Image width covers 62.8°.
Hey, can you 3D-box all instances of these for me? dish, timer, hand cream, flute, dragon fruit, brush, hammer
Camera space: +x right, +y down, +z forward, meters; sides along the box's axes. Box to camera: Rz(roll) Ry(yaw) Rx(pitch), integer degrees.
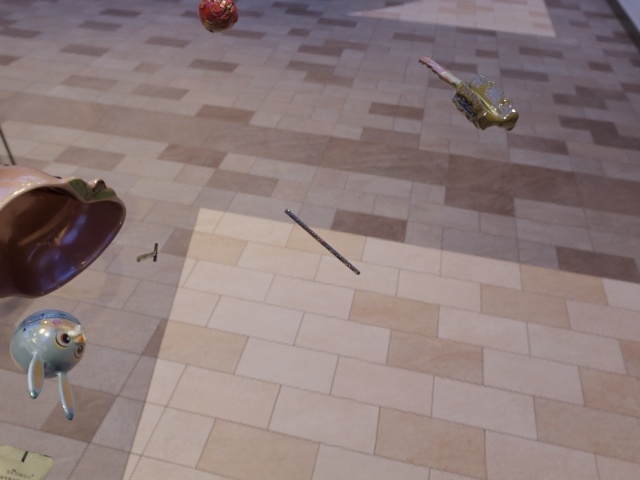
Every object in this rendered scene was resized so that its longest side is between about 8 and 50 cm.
[{"bbox_3d":[-0.362,-0.026,0.661,0.090,0.213,0.213,42,52,16],"label":"dish"},{"bbox_3d":[-0.587,0.252,1.171,0.175,0.175,0.255,-32,39,-33],"label":"timer"},{"bbox_3d":[-0.413,0.384,0.655,0.050,0.080,0.234,-21,47,33],"label":"hand cream"},{"bbox_3d":[0.000,0.000,1.298,0.014,0.014,0.269,-31,58,-32],"label":"flute"},{"bbox_3d":[-0.260,-0.560,1.295,0.094,0.094,0.190,-14,28,-18],"label":"dragon fruit"},{"bbox_3d":[0.277,-0.308,1.042,0.084,0.071,0.301,-7,43,-19],"label":"brush"},{"bbox_3d":[-0.532,0.044,1.617,0.013,0.062,0.199,5,3,-4],"label":"hammer"}]
